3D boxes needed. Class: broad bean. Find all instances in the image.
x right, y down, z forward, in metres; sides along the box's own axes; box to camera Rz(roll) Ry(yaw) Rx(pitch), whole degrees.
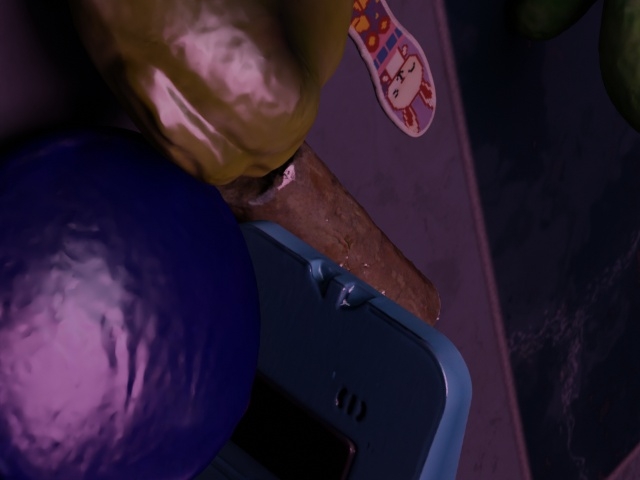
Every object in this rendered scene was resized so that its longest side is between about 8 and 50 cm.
[{"bbox_3d":[-0.072,-0.182,1.205,0.238,0.119,0.291,-8,88,-44],"label":"broad bean"}]

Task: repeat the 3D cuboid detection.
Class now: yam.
[{"bbox_3d":[0.000,0.000,1.414,0.093,0.093,0.259,-60,139,-16],"label":"yam"}]

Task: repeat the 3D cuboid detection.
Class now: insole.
[{"bbox_3d":[0.056,-0.158,1.492,0.065,0.004,0.197,-55,138,-21],"label":"insole"}]

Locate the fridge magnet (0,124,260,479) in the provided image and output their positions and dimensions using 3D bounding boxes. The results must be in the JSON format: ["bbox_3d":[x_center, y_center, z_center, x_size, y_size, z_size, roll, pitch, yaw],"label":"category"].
[{"bbox_3d":[-0.153,0.055,1.209,0.265,0.112,0.266,2,87,-41],"label":"fridge magnet"}]

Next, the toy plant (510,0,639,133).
[{"bbox_3d":[0.267,-0.296,1.557,0.317,0.210,0.356,43,70,-12],"label":"toy plant"}]

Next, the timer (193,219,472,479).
[{"bbox_3d":[0.002,0.127,1.320,0.091,0.232,0.250,-18,134,-46],"label":"timer"}]
